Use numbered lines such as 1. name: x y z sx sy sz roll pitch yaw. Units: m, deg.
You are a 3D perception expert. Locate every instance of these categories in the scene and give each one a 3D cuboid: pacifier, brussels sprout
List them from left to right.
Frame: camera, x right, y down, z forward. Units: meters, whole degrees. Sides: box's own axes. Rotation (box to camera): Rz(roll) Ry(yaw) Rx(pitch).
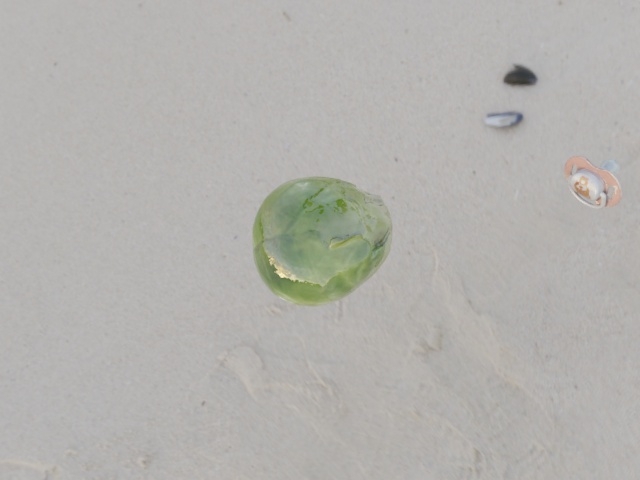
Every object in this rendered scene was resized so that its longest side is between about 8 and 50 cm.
1. brussels sprout: 0.000 0.000 1.157 0.244 0.244 0.244 -9 61 16
2. pacifier: 0.418 -0.093 1.003 0.078 0.081 0.099 -37 53 -18
